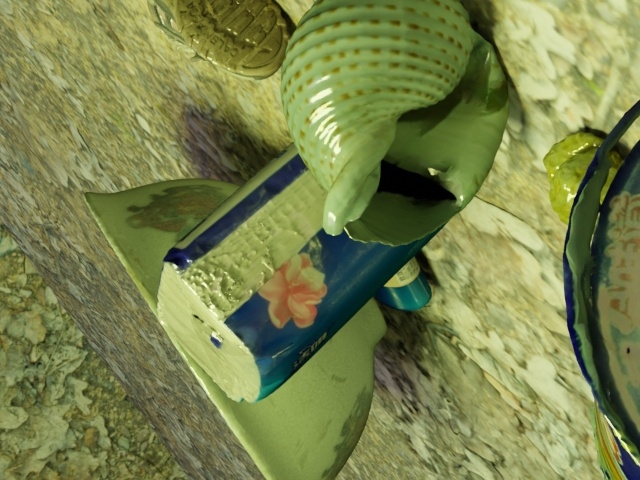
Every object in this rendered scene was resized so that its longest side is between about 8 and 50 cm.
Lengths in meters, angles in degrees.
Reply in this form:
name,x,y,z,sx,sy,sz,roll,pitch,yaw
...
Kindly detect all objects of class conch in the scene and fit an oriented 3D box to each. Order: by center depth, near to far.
name,x,y,z,sx,sy,sz,roll,pitch,yaw
conch,0.038,-0.100,1.024,0.131,0.200,0.172,31,177,40

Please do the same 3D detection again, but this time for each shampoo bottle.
name,x,y,z,sx,sy,sz,roll,pitch,yaw
shampoo bottle,0.046,-0.012,1.385,0.087,0.050,0.183,30,155,55

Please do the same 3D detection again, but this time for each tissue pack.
name,x,y,z,sx,sy,sz,roll,pitch,yaw
tissue pack,0.000,0.000,1.165,0.137,0.269,0.209,46,161,9

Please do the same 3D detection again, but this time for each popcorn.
name,x,y,z,sx,sy,sz,roll,pitch,yaw
popcorn,0.189,-0.042,0.994,0.068,0.059,0.083,27,-150,-50

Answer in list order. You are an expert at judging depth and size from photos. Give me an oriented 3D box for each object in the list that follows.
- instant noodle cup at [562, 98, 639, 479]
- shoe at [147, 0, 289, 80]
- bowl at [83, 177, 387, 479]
name,x,y,z,sx,sy,sz,roll,pitch,yaw
instant noodle cup,0.265,0.075,0.779,0.284,0.284,0.312,42,168,18
shoe,-0.107,-0.205,1.286,0.180,0.089,0.092,48,161,11
bowl,-0.056,0.076,1.510,0.435,0.196,0.435,55,174,8
